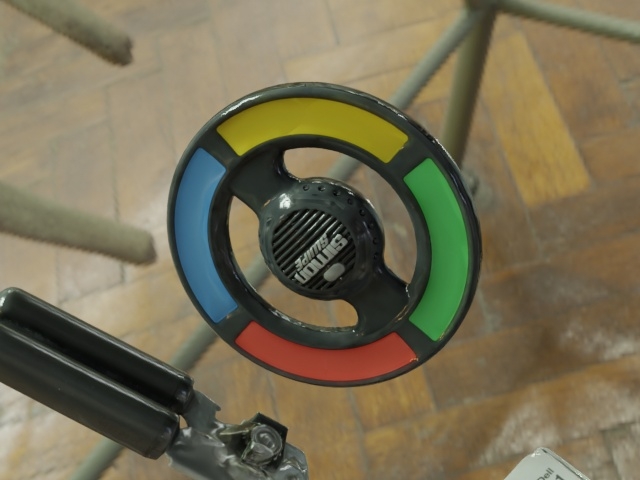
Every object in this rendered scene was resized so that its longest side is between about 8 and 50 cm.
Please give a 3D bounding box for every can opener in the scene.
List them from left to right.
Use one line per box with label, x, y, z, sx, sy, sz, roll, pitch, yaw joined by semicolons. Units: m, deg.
can opener;-0.139;0.141;1.106;0.283;0.095;0.076;29;42;-8

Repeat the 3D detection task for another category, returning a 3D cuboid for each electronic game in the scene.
electronic game;0.000;0.000;1.012;0.229;0.229;0.048;0;22;18

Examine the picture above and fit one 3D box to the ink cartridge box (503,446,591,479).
ink cartridge box;0.176;0.321;1.110;0.201;0.278;0.117;-44;48;-12
